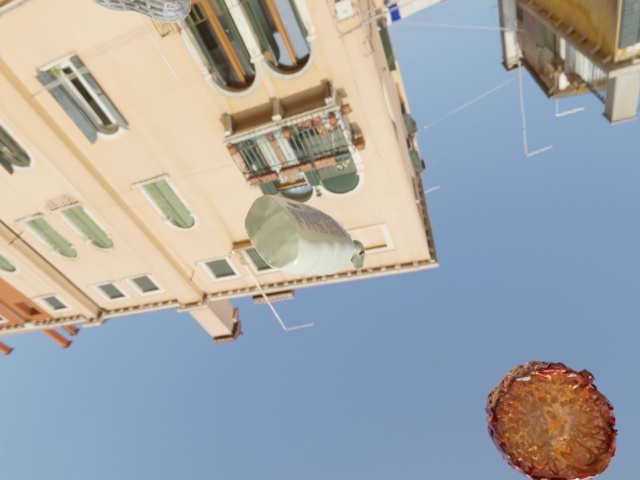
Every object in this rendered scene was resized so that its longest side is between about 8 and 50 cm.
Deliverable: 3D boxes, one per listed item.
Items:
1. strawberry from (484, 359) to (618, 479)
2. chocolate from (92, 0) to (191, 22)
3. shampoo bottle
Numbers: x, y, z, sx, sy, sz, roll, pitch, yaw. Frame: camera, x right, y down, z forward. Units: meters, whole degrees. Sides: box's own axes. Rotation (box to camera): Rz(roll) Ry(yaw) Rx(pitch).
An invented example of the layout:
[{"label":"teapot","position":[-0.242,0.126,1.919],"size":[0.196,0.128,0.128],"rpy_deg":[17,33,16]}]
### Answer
[{"label":"strawberry","position":[0.271,0.214,0.488],"size":[0.145,0.086,0.145],"rpy_deg":[-5,-104,21]},{"label":"chocolate","position":[-0.273,-0.366,0.593],"size":[0.166,0.072,0.072],"rpy_deg":[14,-135,-3]},{"label":"shampoo bottle","position":[0.000,0.000,0.385],"size":[0.045,0.152,0.077],"rpy_deg":[-49,-118,20]}]
